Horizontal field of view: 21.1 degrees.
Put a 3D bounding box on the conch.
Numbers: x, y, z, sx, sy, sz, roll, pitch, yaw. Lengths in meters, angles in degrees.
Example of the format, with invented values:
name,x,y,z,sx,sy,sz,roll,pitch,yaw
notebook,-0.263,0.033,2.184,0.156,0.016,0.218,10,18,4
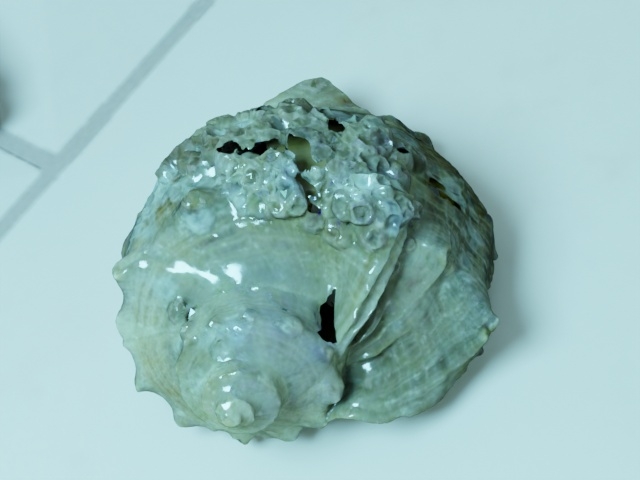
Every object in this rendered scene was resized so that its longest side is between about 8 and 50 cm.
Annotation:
name,x,y,z,sx,sy,sz,roll,pitch,yaw
conch,0.000,0.000,0.853,0.178,0.163,0.245,26,40,-9
